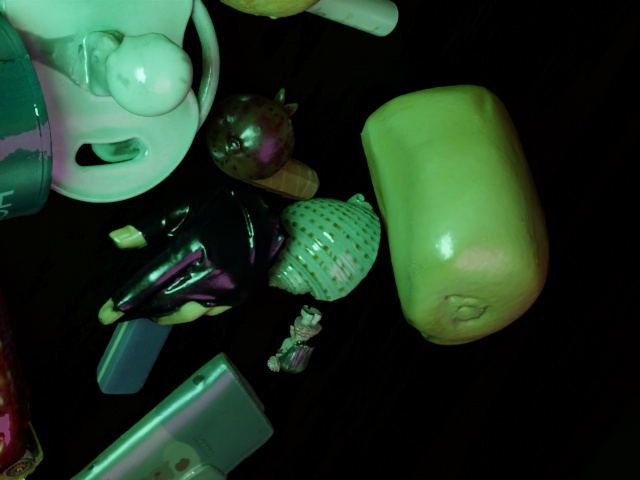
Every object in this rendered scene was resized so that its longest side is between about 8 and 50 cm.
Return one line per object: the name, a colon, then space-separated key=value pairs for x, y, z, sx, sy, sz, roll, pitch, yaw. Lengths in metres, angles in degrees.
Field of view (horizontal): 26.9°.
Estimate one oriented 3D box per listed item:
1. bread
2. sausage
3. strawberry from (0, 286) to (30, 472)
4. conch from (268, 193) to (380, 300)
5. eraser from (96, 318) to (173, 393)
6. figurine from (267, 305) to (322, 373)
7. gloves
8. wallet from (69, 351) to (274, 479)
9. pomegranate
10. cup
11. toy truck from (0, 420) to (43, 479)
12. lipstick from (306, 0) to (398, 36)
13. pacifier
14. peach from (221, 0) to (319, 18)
bread: x=0.215 y=-0.056 z=2.112 sx=0.253 sy=0.376 sz=0.348 roll=-17 pitch=150 yaw=6
sausage: x=-0.058 y=-0.099 z=2.058 sx=0.169 sy=0.065 sz=0.065 roll=18 pitch=111 yaw=-50
strawberry: x=-0.519 y=0.149 z=1.682 sx=0.317 sy=0.295 sz=0.345 roll=7 pitch=101 yaw=-10
conch: x=-0.009 y=-0.003 z=2.115 sx=0.131 sy=0.172 sz=0.200 roll=30 pitch=90 yaw=-35
eraser: x=-0.276 y=0.141 z=2.089 sx=0.082 sy=0.036 sz=0.225 roll=3 pitch=122 yaw=-48
figurine: x=-0.040 y=0.179 z=2.355 sx=0.072 sy=0.054 sz=0.129 roll=7 pitch=118 yaw=-44
gloves: x=-0.198 y=0.030 z=1.967 sx=0.301 sy=0.152 sz=0.197 roll=-36 pitch=101 yaw=-6
wallet: x=-0.251 y=0.374 z=2.310 sx=0.360 sy=0.083 sz=0.252 roll=-40 pitch=139 yaw=-7
pomegranate: x=-0.084 y=-0.153 z=1.923 sx=0.159 sy=0.129 sz=0.129 roll=-19 pitch=137 yaw=-34
cup: x=-0.495 y=-0.113 z=1.491 sx=0.292 sy=0.308 sz=0.242 roll=-18 pitch=103 yaw=-33
toy truck: x=-0.550 y=0.325 z=1.917 sx=0.272 sy=0.124 sz=0.157 roll=-6 pitch=144 yaw=-39
lipstick: x=0.011 y=-0.343 z=1.893 sx=0.264 sy=0.059 sz=0.059 roll=8 pitch=118 yaw=-50
pacifier: x=-0.221 y=-0.205 z=1.572 sx=0.288 sy=0.269 sz=0.343 roll=-12 pitch=110 yaw=-28
peach: x=-0.063 y=-0.376 z=1.654 sx=0.232 sy=0.232 sz=0.232 roll=-27 pitch=140 yaw=-25
